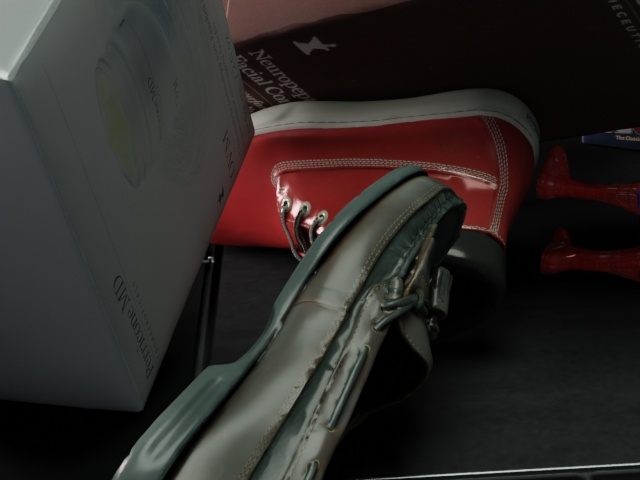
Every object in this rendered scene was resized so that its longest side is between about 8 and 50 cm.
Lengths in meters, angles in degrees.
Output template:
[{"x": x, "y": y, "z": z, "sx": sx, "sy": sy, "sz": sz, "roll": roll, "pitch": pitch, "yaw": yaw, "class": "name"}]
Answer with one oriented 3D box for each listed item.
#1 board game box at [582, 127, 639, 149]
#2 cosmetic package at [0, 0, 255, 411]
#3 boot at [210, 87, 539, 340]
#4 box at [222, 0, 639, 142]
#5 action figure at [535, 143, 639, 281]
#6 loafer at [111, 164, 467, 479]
[{"x": 0.331, "y": -0.122, "z": 1.118, "sx": 0.165, "sy": 0.042, "sz": 0.243, "roll": 10, "pitch": 26, "yaw": 30, "class": "board game box"}, {"x": -0.143, "y": -0.069, "z": 0.732, "sx": 0.138, "sy": 0.224, "sz": 0.224, "roll": 5, "pitch": 47, "yaw": 17, "class": "cosmetic package"}, {"x": 0.000, "y": 0.000, "z": 0.830, "sx": 0.244, "sy": 0.088, "sz": 0.176, "roll": -8, "pitch": 40, "yaw": 27, "class": "boot"}, {"x": 0.066, "y": -0.148, "z": 0.880, "sx": 0.381, "sy": 0.143, "sz": 0.191, "roll": -10, "pitch": -27, "yaw": 31, "class": "box"}, {"x": 0.282, "y": -0.026, "z": 0.824, "sx": 0.280, "sy": 0.091, "sz": 0.139, "roll": 7, "pitch": 34, "yaw": 24, "class": "action figure"}, {"x": 0.009, "y": 0.067, "z": 0.640, "sx": 0.084, "sy": 0.096, "sz": 0.267, "roll": 25, "pitch": 48, "yaw": 20, "class": "loafer"}]
